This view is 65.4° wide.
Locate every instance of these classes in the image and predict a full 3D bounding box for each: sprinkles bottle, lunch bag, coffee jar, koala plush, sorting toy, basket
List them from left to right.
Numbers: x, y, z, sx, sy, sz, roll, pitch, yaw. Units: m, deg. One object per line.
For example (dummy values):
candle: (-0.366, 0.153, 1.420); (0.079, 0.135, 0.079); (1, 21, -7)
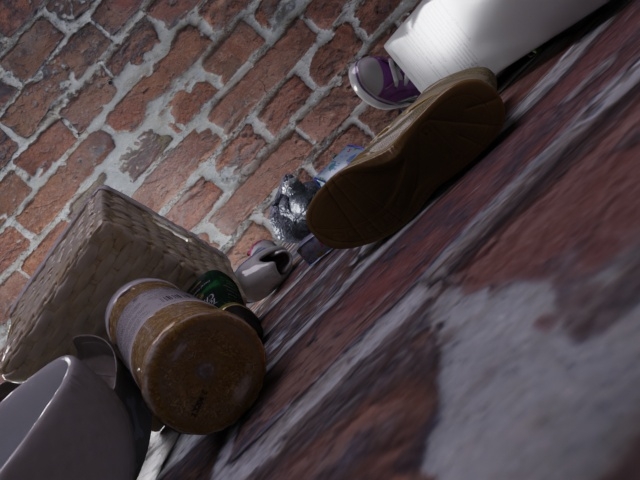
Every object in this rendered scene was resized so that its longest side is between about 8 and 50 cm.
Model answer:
basket: (-0.361, 0.122, 0.955); (0.331, 0.328, 0.266); (-56, 29, -1)
sprinkles bottle: (-0.186, 0.119, 0.613); (0.121, 0.121, 0.355); (-48, 21, -19)
coffee jar: (-0.158, 0.122, 0.790); (0.096, 0.079, 0.184); (-48, 31, -3)
koala plush: (-0.046, -0.103, 1.477); (0.203, 0.196, 0.221); (-61, 11, -23)
lunch bag: (0.000, 0.000, 0.930); (0.083, 0.053, 0.071); (-36, 8, 11)
lunch bag: (0.083, -0.142, 1.141); (0.129, 0.096, 0.151); (-48, 34, -11)
sorting toy: (0.328, -0.294, 0.726); (0.062, 0.012, 0.083); (-43, 6, 35)

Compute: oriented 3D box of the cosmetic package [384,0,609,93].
cosmetic package: (0.271, -0.352, 0.693); (0.217, 0.156, 0.385); (-44, 6, -14)

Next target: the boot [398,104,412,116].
boot: (0.209, -0.222, 0.972); (0.106, 0.082, 0.219); (-21, -2, 6)

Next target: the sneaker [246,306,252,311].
sneaker: (-0.224, 0.210, 1.052); (0.192, 0.064, 0.086); (-40, 3, 31)

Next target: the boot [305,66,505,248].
boot: (0.107, -0.108, 0.618); (0.262, 0.095, 0.203); (-42, 7, 30)

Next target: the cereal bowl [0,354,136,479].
cereal bowl: (-0.267, 0.262, 0.379); (0.339, 0.141, 0.339); (-39, 17, 14)

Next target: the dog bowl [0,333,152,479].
dog bowl: (-0.377, 0.297, 0.662); (0.349, 0.102, 0.348); (-23, 37, 18)

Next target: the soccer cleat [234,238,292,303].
soccer cleat: (-0.119, 0.061, 1.249); (0.143, 0.116, 0.331); (-29, 11, 13)

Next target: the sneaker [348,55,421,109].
sneaker: (0.197, -0.322, 0.937); (0.282, 0.102, 0.161); (-6, -11, -35)
